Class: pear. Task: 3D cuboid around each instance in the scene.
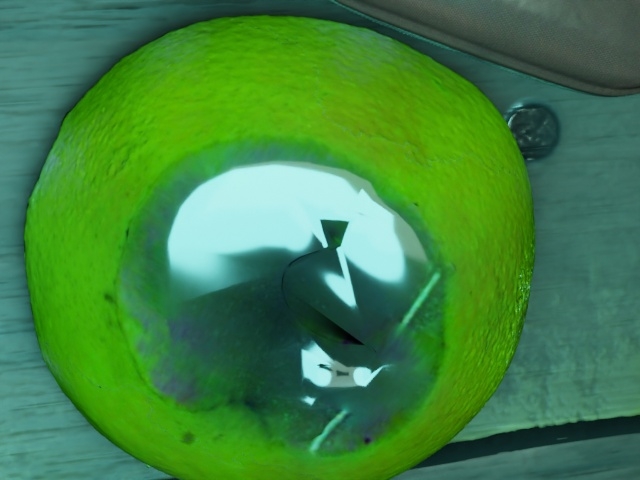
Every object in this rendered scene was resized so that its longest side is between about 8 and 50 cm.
[{"bbox_3d":[-0.017,0.034,0.972,0.399,0.165,0.399,-2,106,-7],"label":"pear"}]

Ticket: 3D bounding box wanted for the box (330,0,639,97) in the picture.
[{"bbox_3d":[0.143,-0.267,1.033,0.404,0.108,0.263,16,94,-17],"label":"box"}]
